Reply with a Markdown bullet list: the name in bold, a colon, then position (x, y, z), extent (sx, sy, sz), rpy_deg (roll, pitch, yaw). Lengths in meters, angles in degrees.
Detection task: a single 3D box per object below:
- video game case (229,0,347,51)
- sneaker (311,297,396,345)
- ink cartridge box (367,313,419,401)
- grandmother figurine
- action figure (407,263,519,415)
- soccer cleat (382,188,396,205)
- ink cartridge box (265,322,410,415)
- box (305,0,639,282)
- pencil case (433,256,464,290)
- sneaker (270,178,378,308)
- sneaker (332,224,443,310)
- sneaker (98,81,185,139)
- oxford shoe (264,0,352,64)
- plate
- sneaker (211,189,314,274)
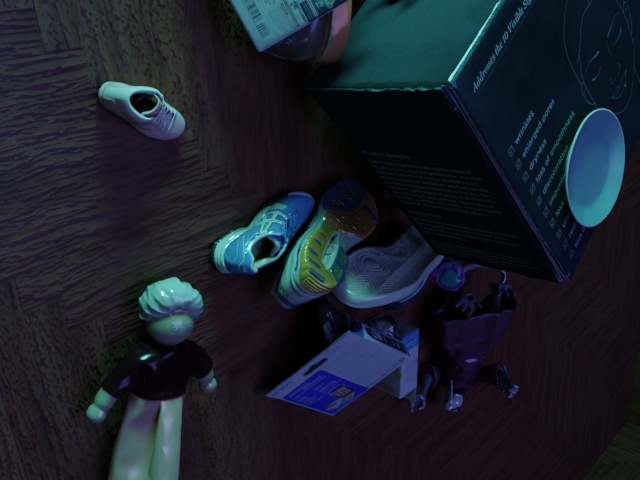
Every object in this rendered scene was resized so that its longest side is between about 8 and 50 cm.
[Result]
- **video game case**: position (-0.053, -0.383, 0.882), extent (0.184, 0.023, 0.201), rpy_deg (-30, 113, 2)
- **sneaker**: position (0.073, 0.159, 1.269), extent (0.132, 0.086, 0.228), rpy_deg (-23, 140, 3)
- **ink cartridge box**: position (0.146, 0.259, 1.411), extent (0.062, 0.104, 0.181), rpy_deg (-22, 120, -42)
- **grandmother figurine**: position (-0.231, 0.217, 0.974), extent (0.208, 0.104, 0.342), rpy_deg (-9, 113, -56)
- **action figure**: position (0.332, 0.267, 1.621), extent (0.275, 0.248, 0.369), rpy_deg (-90, -175, -57)
- **soccer cleat**: position (0.220, -0.189, 1.353), extent (0.318, 0.109, 0.116), rpy_deg (-41, 106, -25)
- **ink cartridge box**: position (0.031, 0.235, 1.232), extent (0.206, 0.045, 0.208), rpy_deg (-40, 140, 17)
- **box**: position (0.311, -0.268, 1.135), extent (0.471, 0.298, 0.479), rpy_deg (48, 67, -39)
- **pencil case**: position (0.272, 0.055, 1.461), extent (0.151, 0.070, 0.064), rpy_deg (-82, -167, -74)
- **sneaker**: position (0.000, 0.000, 1.167), extent (0.112, 0.131, 0.296), rpy_deg (46, 41, -8)
- **sneaker**: position (0.125, 0.087, 1.292), extent (0.350, 0.131, 0.148), rpy_deg (-20, 143, -51)
- **sneaker**: position (-0.216, -0.164, 0.871), extent (0.134, 0.070, 0.050), rpy_deg (24, 83, -51)
- **oxford shoe**: position (-0.032, -0.438, 0.942), extent (0.133, 0.130, 0.363), rpy_deg (-5, 98, -28)
- **plate**: position (0.431, -0.115, 1.065), extent (0.188, 0.024, 0.188), rpy_deg (-11, 106, -40)
- **sneaker**: position (-0.075, -0.007, 1.080), extent (0.211, 0.081, 0.080), rpy_deg (-43, 131, -32)
